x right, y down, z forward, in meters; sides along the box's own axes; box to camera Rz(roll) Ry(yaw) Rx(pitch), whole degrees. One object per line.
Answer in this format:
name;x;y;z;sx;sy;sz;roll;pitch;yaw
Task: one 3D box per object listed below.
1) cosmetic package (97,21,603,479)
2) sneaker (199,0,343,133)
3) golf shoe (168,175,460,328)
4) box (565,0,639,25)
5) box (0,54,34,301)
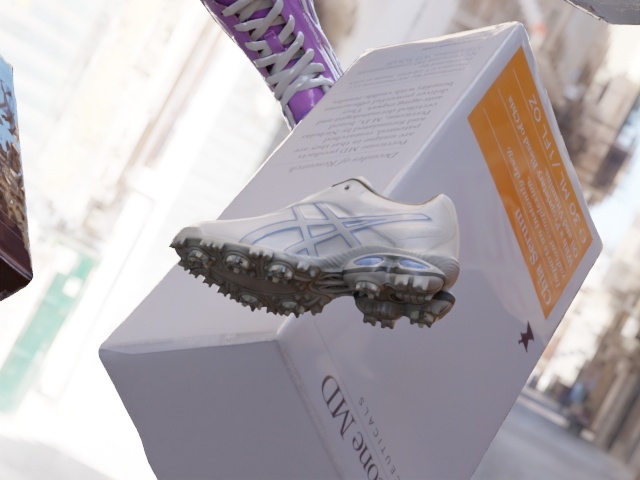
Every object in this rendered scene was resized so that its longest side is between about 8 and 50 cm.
cosmetic package;0.046;0.040;1.337;0.161;0.453;0.230;-7;-60;34
sneaker;-0.033;-0.194;1.792;0.282;0.102;0.161;51;11;-39
golf shoe;0.000;0.000;1.059;0.176;0.086;0.069;8;-30;12
box;0.266;-0.173;1.102;0.232;0.059;0.183;6;0;26
box;-0.304;-0.053;1.127;0.167;0.168;0.203;46;24;-46
